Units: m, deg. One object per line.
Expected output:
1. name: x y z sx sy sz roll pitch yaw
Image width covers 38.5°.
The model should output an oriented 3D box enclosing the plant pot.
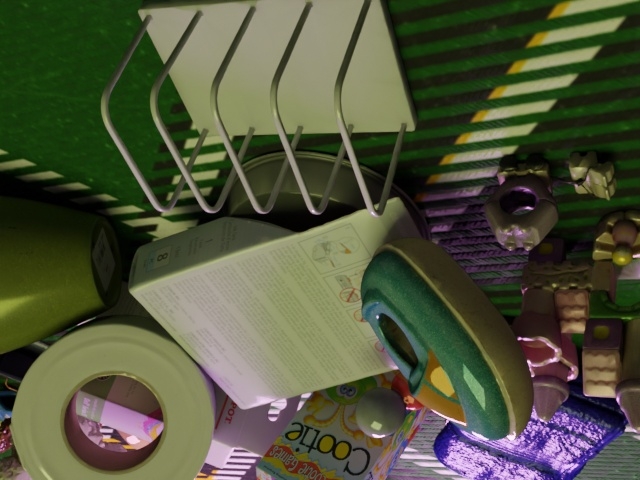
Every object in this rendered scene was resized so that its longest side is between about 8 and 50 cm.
1. plant pot: -0.454 0.047 1.345 0.293 0.275 0.275 -6 140 7

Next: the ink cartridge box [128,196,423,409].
1. ink cartridge box: -0.016 0.076 1.254 0.385 0.091 0.308 -19 131 18

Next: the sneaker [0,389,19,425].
1. sneaker: -0.608 0.394 1.975 0.240 0.091 0.126 22 143 -3

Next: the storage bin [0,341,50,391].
1. storage bin: -0.572 0.248 1.776 0.135 0.098 0.091 22 154 -6

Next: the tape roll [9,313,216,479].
1. tape roll: -0.295 0.253 1.333 0.286 0.286 0.100 23 -178 -6

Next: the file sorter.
1. file sorter: -0.064 -0.138 0.981 0.277 0.173 0.193 2 140 22

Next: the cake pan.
1. cake pan: 0.000 0.000 1.233 0.293 0.054 0.293 12 143 9

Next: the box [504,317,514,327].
1. box: 0.254 0.179 1.365 0.184 0.045 0.191 11 144 13

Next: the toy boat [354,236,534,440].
1. toy boat: 0.125 0.155 1.120 0.267 0.148 0.318 52 160 18

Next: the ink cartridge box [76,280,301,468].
1. ink cartridge box: -0.213 0.230 1.493 0.353 0.207 0.119 23 145 -5

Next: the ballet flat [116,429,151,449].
1. ballet flat: -0.382 0.350 1.836 0.073 0.080 0.232 -17 134 21

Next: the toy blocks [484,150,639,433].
1. toy blocks: 0.343 0.095 1.035 0.288 0.260 0.309 -2 140 26

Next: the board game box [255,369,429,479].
1. board game box: 0.041 0.302 1.395 0.144 0.275 0.142 28 147 20

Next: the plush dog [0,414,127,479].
1. plush dog: -0.531 0.369 1.809 0.262 0.210 0.225 -6 -174 -28

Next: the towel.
1. towel: 0.313 0.294 1.382 0.227 0.076 0.308 15 142 -1

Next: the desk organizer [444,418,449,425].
1. desk organizer: 0.272 0.288 1.497 0.130 0.047 0.050 13 146 8
